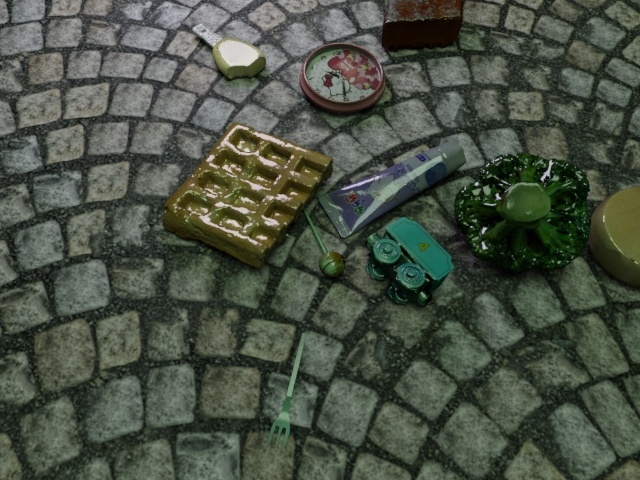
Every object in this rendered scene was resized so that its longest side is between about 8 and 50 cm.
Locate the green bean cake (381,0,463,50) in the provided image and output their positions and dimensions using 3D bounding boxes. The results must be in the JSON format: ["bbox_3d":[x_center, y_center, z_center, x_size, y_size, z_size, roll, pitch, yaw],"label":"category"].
[{"bbox_3d":[0.302,-0.653,1.516,0.232,0.097,0.198,6,61,1],"label":"green bean cake"}]

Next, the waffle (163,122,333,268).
[{"bbox_3d":[-0.176,-0.122,1.230,0.304,0.077,0.348,24,62,15],"label":"waffle"}]

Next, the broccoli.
[{"bbox_3d":[0.451,-0.062,1.112,0.297,0.297,0.297,0,89,13],"label":"broccoli"}]

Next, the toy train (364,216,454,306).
[{"bbox_3d":[0.197,0.050,1.145,0.154,0.107,0.198,-32,67,-25],"label":"toy train"}]

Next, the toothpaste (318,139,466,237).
[{"bbox_3d":[0.186,-0.135,1.266,0.371,0.080,0.125,-27,70,-7],"label":"toothpaste"}]

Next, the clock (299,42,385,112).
[{"bbox_3d":[0.063,-0.455,1.428,0.244,0.056,0.244,2,64,-3],"label":"clock"}]

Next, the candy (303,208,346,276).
[{"bbox_3d":[0.000,0.000,1.199,0.061,0.061,0.202,-19,56,-11],"label":"candy"}]

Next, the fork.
[{"bbox_3d":[-0.059,0.304,1.049,0.039,0.021,0.235,15,62,1],"label":"fork"}]

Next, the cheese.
[{"bbox_3d":[-0.280,-0.553,1.473,0.255,0.050,0.127,39,69,19],"label":"cheese"}]

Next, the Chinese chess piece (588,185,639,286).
[{"bbox_3d":[0.761,-0.007,1.195,0.251,0.097,0.251,1,62,-1],"label":"Chinese chess piece"}]
